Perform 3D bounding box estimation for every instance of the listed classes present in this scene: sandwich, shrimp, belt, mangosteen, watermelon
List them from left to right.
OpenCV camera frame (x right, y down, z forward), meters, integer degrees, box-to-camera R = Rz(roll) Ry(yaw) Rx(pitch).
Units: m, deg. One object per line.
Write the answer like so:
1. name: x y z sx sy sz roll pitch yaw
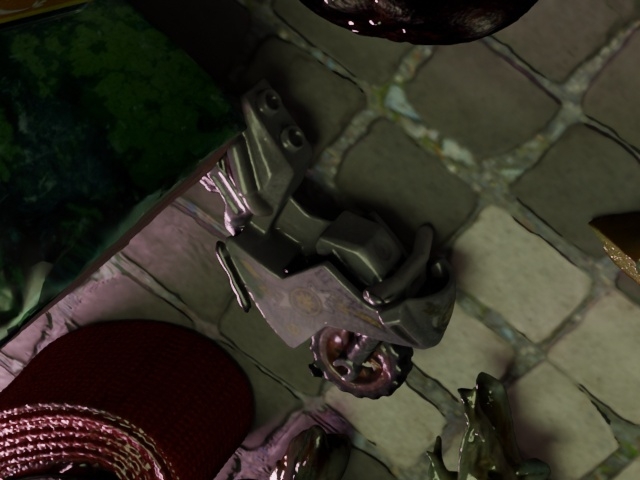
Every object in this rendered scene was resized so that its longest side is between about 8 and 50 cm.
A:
1. watermelon: -0.238 -0.029 1.131 0.222 0.292 0.319 55 164 -2
2. belt: -0.153 0.139 1.310 0.201 0.124 0.128 -13 115 37
3. shrimp: 0.062 0.207 1.275 0.247 0.085 0.360 28 138 18
4. mangosteen: 0.048 -0.169 0.939 0.152 0.152 0.152 16 132 19
5. sandwich: 0.182 0.006 1.056 0.083 0.044 0.031 -8 125 38

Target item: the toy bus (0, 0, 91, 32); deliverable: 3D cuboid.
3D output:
1. toy bus: -0.198 -0.243 0.968 0.167 0.138 0.275 -35 84 40

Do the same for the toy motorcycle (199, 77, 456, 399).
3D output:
1. toy motorcycle: 0.000 0.000 1.138 0.122 0.080 0.215 -23 106 41

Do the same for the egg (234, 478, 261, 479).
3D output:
1. egg: -0.049 0.210 1.260 0.085 0.110 0.085 5 148 3
